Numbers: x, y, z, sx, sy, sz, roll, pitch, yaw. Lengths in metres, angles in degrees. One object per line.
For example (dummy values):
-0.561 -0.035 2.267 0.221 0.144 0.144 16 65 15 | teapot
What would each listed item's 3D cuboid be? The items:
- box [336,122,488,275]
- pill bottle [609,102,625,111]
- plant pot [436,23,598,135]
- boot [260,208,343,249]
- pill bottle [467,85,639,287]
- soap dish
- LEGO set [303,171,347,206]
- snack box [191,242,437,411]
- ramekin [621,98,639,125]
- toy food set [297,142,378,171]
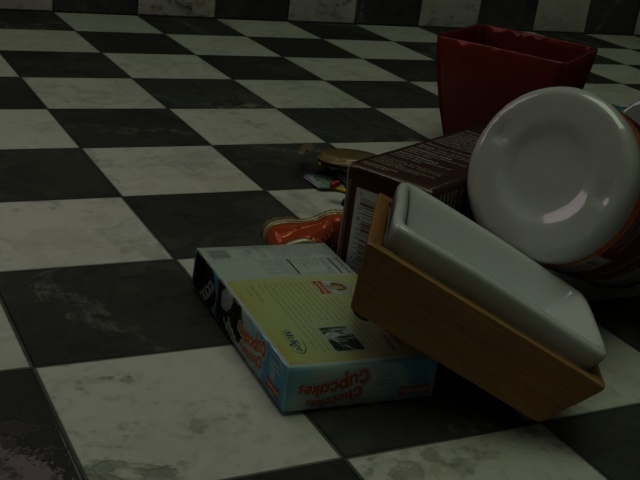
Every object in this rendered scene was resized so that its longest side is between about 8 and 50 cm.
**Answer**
0.186 -0.040 1.466 0.143 0.191 0.381 23 25 33 | box
0.605 -0.181 2.026 0.146 0.146 0.264 -8 27 -34 | pill bottle
0.388 -0.295 2.116 0.267 0.236 0.267 17 23 23 | plant pot
0.000 0.000 1.490 0.158 0.059 0.084 -9 29 -17 | boot
0.382 -0.055 1.402 0.224 0.224 0.392 24 6 35 | pill bottle
0.169 0.067 1.160 0.291 0.118 0.229 31 17 -3 | soap dish
0.097 -0.096 1.754 0.182 0.060 0.244 -1 20 -22 | LEGO set
-0.018 0.092 1.236 0.187 0.060 0.322 -2 24 -25 | snack box
0.595 -0.103 1.689 0.127 0.273 0.273 5 17 -46 | ramekin
0.055 -0.138 1.848 0.192 0.039 0.132 8 15 6 | toy food set
